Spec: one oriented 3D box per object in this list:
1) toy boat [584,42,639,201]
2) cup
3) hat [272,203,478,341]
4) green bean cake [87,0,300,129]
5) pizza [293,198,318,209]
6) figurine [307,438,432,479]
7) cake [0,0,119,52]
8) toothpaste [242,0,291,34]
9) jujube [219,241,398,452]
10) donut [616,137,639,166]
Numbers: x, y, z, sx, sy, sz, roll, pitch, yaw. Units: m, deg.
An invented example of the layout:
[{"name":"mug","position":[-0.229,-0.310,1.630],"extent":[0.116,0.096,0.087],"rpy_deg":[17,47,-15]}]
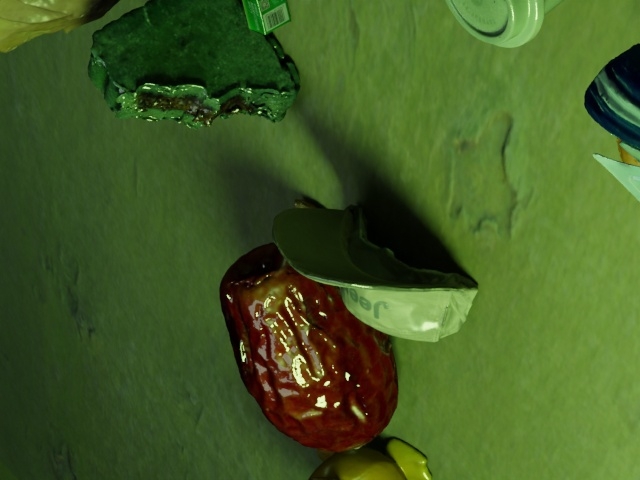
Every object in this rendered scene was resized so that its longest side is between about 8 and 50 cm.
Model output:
[{"name":"toy boat","position":[0.281,-0.039,1.442],"extent":[0.210,0.070,0.292],"rpy_deg":[49,155,16]},{"name":"cup","position":[0.186,-0.250,1.614],"extent":[0.120,0.141,0.120],"rpy_deg":[40,151,28]},{"name":"hat","position":[0.045,0.055,2.101],"extent":[0.214,0.244,0.149],"rpy_deg":[36,125,37]},{"name":"green bean cake","position":[-0.156,-0.194,2.147],"extent":[0.193,0.208,0.107],"rpy_deg":[56,155,5]},{"name":"pizza","position":[-0.001,-0.013,2.280],"extent":[0.099,0.029,0.100],"rpy_deg":[62,150,7]},{"name":"figurine","position":[0.028,0.371,2.409],"extent":[0.215,0.228,0.215],"rpy_deg":[18,138,17]},{"name":"cake","position":[-0.316,-0.418,2.146],"extent":[0.321,0.332,0.332],"rpy_deg":[-18,106,23]},{"name":"toothpaste","position":[-0.076,-0.323,2.057],"extent":[0.037,0.043,0.178],"rpy_deg":[27,140,48]},{"name":"jujube","position":[-0.012,0.137,2.260],"extent":[0.197,0.197,0.290],"rpy_deg":[12,139,53]},{"name":"donut","position":[0.394,-0.051,1.479],"extent":[0.317,0.150,0.299],"rpy_deg":[54,152,5]}]
